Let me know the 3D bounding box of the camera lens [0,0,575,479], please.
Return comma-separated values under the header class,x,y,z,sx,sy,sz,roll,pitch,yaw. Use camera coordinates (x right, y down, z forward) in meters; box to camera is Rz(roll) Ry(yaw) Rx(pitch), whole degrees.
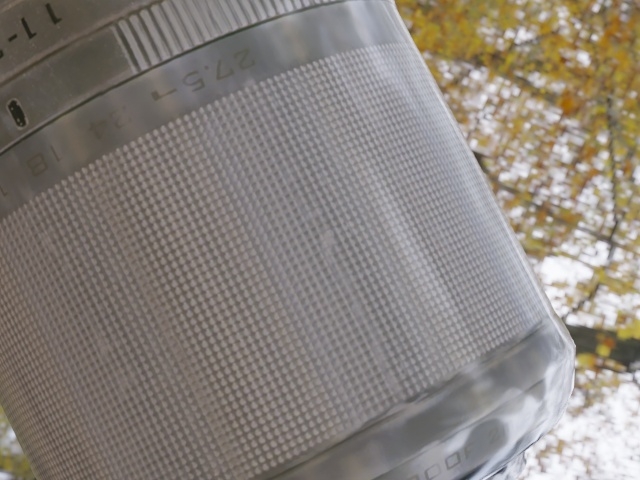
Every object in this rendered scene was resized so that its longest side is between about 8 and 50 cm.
class,x,y,z,sx,sy,sz,roll,pitch,yaw
camera lens,-0.040,0.001,0.523,0.219,0.219,0.274,-32,-97,48
